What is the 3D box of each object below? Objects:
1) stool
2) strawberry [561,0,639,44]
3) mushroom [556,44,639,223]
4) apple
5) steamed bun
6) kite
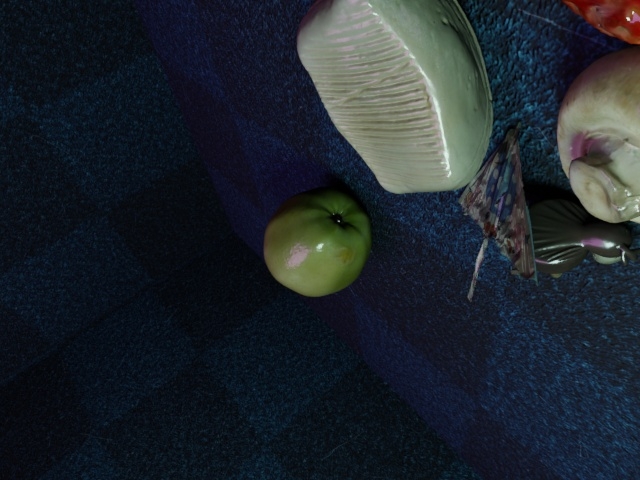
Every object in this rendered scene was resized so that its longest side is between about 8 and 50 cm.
[{"bbox_3d":[0.435,0.000,0.824,0.217,0.125,0.121,7,162,34],"label":"stool"},{"bbox_3d":[0.267,-0.337,0.484,0.280,0.150,0.253,57,-175,-41],"label":"strawberry"},{"bbox_3d":[0.402,-0.121,0.579,0.255,0.184,0.255,55,-178,-3],"label":"mushroom"},{"bbox_3d":[0.000,0.000,1.495,0.357,0.357,0.357,46,159,23],"label":"apple"},{"bbox_3d":[0.156,-0.282,0.817,0.247,0.236,0.384,-1,130,56],"label":"steamed bun"},{"bbox_3d":[0.322,-0.043,0.889,0.406,0.014,0.369,-93,10,-67],"label":"kite"}]
